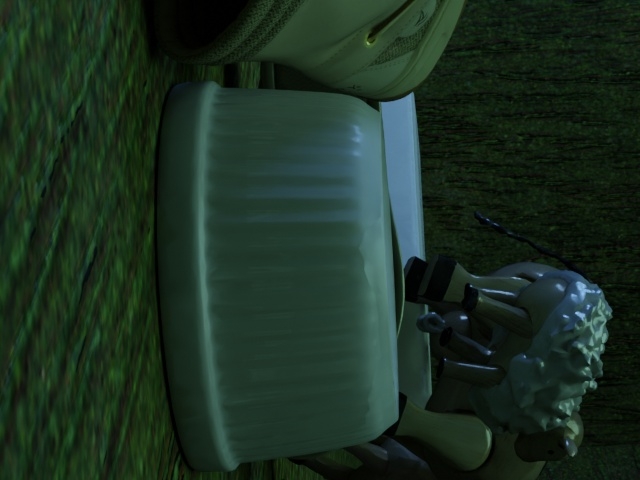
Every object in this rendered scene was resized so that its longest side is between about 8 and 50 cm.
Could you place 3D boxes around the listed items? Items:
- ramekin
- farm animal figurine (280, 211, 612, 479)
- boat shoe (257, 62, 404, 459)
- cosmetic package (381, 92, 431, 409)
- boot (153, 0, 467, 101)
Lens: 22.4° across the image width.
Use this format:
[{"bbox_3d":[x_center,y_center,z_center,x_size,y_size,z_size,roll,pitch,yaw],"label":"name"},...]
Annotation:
[{"bbox_3d":[-0.016,0.016,0.855,0.207,0.109,0.207,-3,90,-87],"label":"ramekin"},{"bbox_3d":[0.101,0.151,1.124,0.330,0.172,0.326,-116,-132,-76],"label":"farm animal figurine"},{"bbox_3d":[0.000,0.000,1.102,0.103,0.113,0.302,99,-5,-79],"label":"boat shoe"},{"bbox_3d":[0.023,0.010,1.350,0.296,0.129,0.153,-87,171,-57],"label":"cosmetic package"},{"bbox_3d":[0.021,-0.202,0.823,0.203,0.095,0.262,1,117,-57],"label":"boot"}]
